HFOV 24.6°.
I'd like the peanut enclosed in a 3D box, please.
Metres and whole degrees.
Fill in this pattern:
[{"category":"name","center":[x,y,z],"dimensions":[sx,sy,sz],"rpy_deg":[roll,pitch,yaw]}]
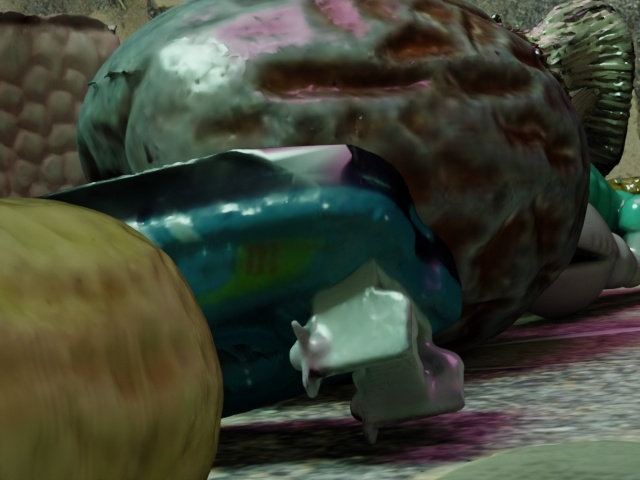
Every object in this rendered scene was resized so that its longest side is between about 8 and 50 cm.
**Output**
[{"category":"peanut","center":[-0.105,0.046,0.394],"dimensions":[0.137,0.122,0.253],"rpy_deg":[-17,-5,24]}]

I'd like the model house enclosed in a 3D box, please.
[{"category":"model house","center":[-0.256,-0.011,0.989],"dimensions":[0.237,0.237,0.202],"rpy_deg":[-11,1,34]}]

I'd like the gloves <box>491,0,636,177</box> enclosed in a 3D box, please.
[{"category":"gloves","center":[0.119,-0.086,1.223],"dimensions":[0.312,0.135,0.210],"rpy_deg":[-17,-32,-30]}]

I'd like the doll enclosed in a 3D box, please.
[{"category":"doll","center":[0.163,-0.006,1.061],"dimensions":[0.258,0.153,0.195],"rpy_deg":[10,-17,-1]}]

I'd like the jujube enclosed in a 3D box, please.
[{"category":"jujube","center":[0.017,-0.028,0.850],"dimensions":[0.308,0.215,0.246],"rpy_deg":[-7,-23,-30]}]

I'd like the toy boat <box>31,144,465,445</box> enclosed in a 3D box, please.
[{"category":"toy boat","center":[-0.092,0.053,0.632],"dimensions":[0.299,0.092,0.134],"rpy_deg":[-14,-35,21]}]

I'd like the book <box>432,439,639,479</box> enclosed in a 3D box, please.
[{"category":"book","center":[0.063,0.076,0.206],"dimensions":[0.239,0.035,0.352],"rpy_deg":[-3,3,34]}]

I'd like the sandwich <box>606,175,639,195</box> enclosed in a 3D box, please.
[{"category":"sandwich","center":[0.392,-0.032,1.285],"dimensions":[0.271,0.099,0.301],"rpy_deg":[-11,-1,26]}]
